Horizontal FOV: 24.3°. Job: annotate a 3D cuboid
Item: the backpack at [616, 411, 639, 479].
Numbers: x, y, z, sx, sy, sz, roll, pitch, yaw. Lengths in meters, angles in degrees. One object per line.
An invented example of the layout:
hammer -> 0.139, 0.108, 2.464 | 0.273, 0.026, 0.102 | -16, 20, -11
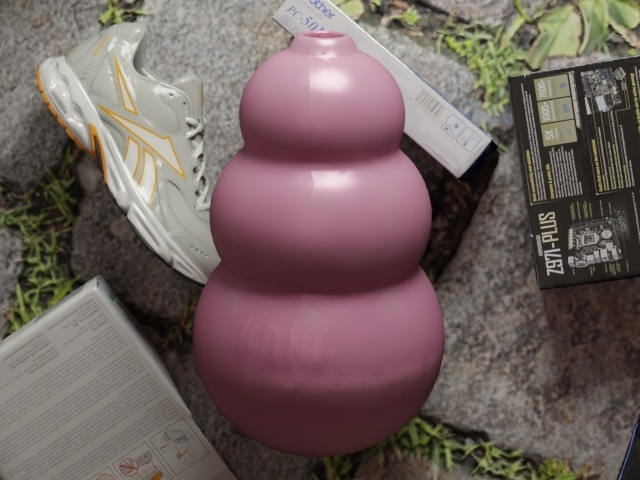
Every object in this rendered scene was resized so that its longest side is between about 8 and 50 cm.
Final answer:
backpack -> 0.304, 0.199, 1.221 | 0.114, 0.084, 0.105 | 18, 93, 14

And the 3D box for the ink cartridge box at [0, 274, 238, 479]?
ink cartridge box -> -0.205, 0.171, 1.337 | 0.181, 0.056, 0.225 | -34, 103, 8

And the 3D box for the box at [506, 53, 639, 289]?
box -> 0.241, -0.057, 1.236 | 0.147, 0.077, 0.180 | -9, 88, 9

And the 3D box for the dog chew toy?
dog chew toy -> 0.000, 0.000, 1.188 | 0.206, 0.206, 0.332 | 4, 108, 10

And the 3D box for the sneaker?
sneaker -> -0.133, -0.079, 1.294 | 0.121, 0.099, 0.262 | -36, 85, 3

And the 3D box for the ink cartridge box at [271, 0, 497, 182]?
ink cartridge box -> 0.057, -0.133, 1.259 | 0.207, 0.097, 0.046 | 42, 96, 7
